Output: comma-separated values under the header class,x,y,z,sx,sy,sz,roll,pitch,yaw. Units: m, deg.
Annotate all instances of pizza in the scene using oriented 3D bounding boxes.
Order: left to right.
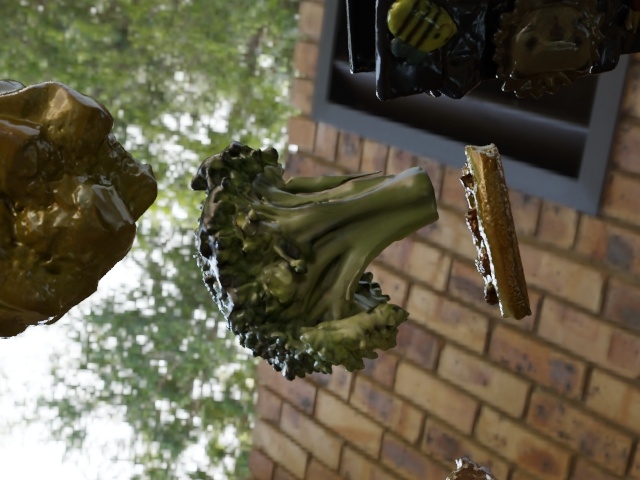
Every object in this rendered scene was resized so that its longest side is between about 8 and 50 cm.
class,x,y,z,sx,sy,sz,roll,pitch,yaw
pizza,0.171,-0.005,1.053,0.046,0.175,0.134,-12,171,10

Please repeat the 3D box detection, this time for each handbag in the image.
class,x,y,z,sx,sy,sz,roll,pitch,yaw
handbag,0.173,-0.273,0.860,0.303,0.329,0.122,-11,-149,-15

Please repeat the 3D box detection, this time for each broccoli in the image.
class,x,y,z,sx,sy,sz,roll,pitch,yaw
broccoli,0.000,0.000,1.036,0.243,0.247,0.263,-27,-153,6

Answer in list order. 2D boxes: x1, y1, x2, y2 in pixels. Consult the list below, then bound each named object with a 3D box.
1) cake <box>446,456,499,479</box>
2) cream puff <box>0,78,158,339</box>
class,x,y,z,sx,sy,sz,roll,pitch,yaw
cake,0.154,0.417,1.033,0.290,0.256,0.282,-39,-145,-14
cream puff,-0.378,-0.033,1.264,0.270,0.274,0.323,35,148,-28
